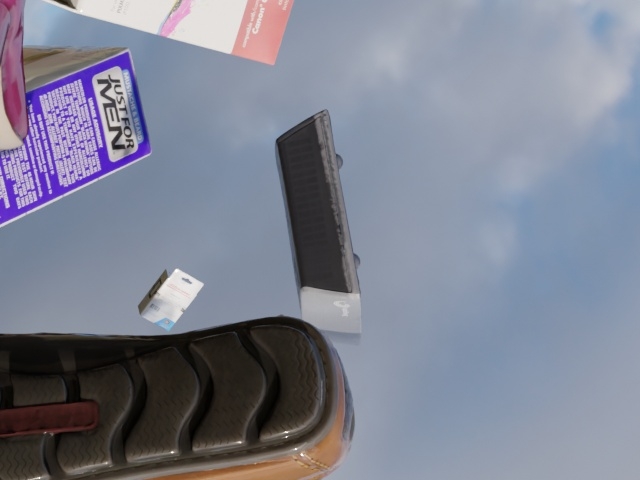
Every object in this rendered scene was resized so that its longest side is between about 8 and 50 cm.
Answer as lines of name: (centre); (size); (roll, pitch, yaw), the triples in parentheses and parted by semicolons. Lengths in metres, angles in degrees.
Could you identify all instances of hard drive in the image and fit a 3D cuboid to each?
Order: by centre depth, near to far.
hard drive: (0.000, 0.000, 1.287); (0.255, 0.054, 0.172); (85, -4, -78)

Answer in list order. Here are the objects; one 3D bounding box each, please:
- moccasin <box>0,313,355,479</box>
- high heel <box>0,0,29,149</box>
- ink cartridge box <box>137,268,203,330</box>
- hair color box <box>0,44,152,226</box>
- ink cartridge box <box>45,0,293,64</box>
moccasin: (-0.169, 0.123, 0.919); (0.380, 0.147, 0.139); (-11, -120, -3)
high heel: (-0.239, -0.147, 0.953); (0.377, 0.127, 0.181); (-170, -100, -69)
ink cartridge box: (-0.197, 0.072, 2.003); (0.083, 0.048, 0.028); (-51, -153, 15)
hair color box: (-0.326, -0.068, 1.260); (0.185, 0.110, 0.339); (7, -156, 38)
ink cartridge box: (-0.129, -0.181, 1.022); (0.115, 0.198, 0.067); (28, -76, 50)
